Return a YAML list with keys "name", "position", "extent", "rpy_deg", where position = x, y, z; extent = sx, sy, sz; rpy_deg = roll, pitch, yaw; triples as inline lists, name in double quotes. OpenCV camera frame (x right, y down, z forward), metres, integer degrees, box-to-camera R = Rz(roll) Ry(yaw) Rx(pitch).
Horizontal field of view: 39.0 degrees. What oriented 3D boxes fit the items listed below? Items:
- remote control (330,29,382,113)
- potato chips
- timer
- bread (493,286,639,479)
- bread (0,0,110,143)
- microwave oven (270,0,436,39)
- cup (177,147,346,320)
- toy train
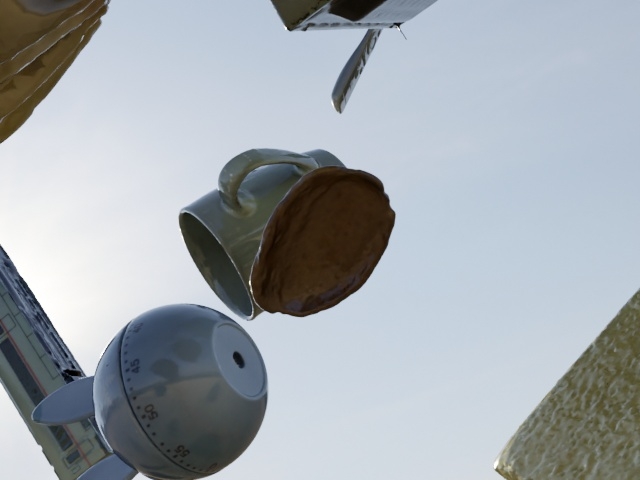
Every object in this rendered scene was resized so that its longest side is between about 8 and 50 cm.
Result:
- name: "remote control"
  position: [0.059, -0.291, 1.454]
  extent: [0.027, 0.184, 0.050]
  rpy_deg: [22, -16, 15]
- name: "potato chips"
  position: [0.000, 0.000, 1.058]
  extent: [0.150, 0.049, 0.202]
  rpy_deg: [14, -64, -26]
- name: "timer"
  position: [-0.150, 0.163, 0.845]
  extent: [0.175, 0.175, 0.255]
  rpy_deg: [1, -34, -37]
- name: "bread"
  position: [0.201, 0.094, 0.512]
  extent: [0.188, 0.068, 0.125]
  rpy_deg: [-47, 18, -8]
- name: "bread"
  position: [-0.269, -0.188, 0.364]
  extent: [0.388, 0.183, 0.236]
  rpy_deg: [35, -13, -25]
- name: "microwave oven"
  position: [0.054, -0.386, 0.954]
  extent: [0.218, 0.286, 0.355]
  rpy_deg: [-31, -1, 26]
- name: "cup"
  position: [-0.064, -0.045, 1.284]
  extent: [0.234, 0.186, 0.258]
  rpy_deg: [-35, -31, -20]
- name: "toy train"
  position: [-0.398, 0.141, 1.201]
  extent: [0.088, 0.407, 0.086]
  rpy_deg: [-38, -18, 3]
